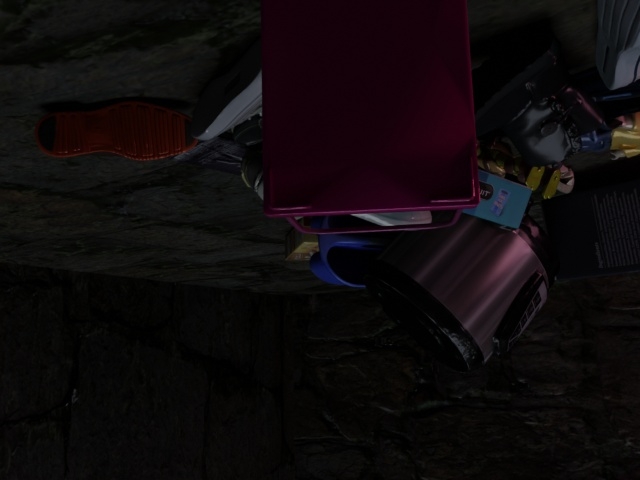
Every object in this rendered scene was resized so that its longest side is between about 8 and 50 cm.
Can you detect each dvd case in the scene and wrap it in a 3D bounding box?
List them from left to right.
[{"bbox_3d":[-0.177,-0.174,1.218,0.221,0.018,0.164,9,163,-41],"label":"dvd case"}]

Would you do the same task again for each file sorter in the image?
[{"bbox_3d":[0.051,-0.159,0.655,0.202,0.291,0.182,-3,171,6],"label":"file sorter"}]

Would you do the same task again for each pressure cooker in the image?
[{"bbox_3d":[0.360,0.058,1.437,0.375,0.420,0.370,50,167,-21],"label":"pressure cooker"}]

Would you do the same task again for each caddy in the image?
[{"bbox_3d":[0.129,0.009,1.613,0.341,0.242,0.179,4,174,-28],"label":"caddy"}]

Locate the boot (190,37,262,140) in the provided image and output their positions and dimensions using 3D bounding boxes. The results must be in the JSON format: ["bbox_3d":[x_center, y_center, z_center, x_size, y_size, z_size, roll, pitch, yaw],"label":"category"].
[{"bbox_3d":[-0.092,-0.203,0.887,0.123,0.095,0.258,15,160,-34],"label":"boot"}]

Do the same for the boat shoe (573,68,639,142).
[{"bbox_3d":[0.437,-0.213,0.916,0.109,0.089,0.258,5,167,-28],"label":"boat shoe"}]

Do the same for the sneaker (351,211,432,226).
[{"bbox_3d":[0.120,-0.104,1.210,0.290,0.123,0.106,14,-160,-23],"label":"sneaker"}]

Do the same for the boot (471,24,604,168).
[{"bbox_3d":[0.271,-0.162,0.860,0.246,0.094,0.207,-36,132,20],"label":"boot"}]

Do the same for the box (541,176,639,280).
[{"bbox_3d":[0.790,-0.040,1.402,0.293,0.212,0.395,-5,173,-43],"label":"box"}]

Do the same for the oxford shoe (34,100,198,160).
[{"bbox_3d":[-0.336,-0.187,1.011,0.271,0.097,0.098,2,-172,3],"label":"oxford shoe"}]

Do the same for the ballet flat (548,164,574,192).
[{"bbox_3d":[0.552,-0.146,1.354,0.168,0.057,0.052,9,155,-42],"label":"ballet flat"}]

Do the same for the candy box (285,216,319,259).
[{"bbox_3d":[0.000,0.000,1.917,0.182,0.088,0.316,1,169,-13],"label":"candy box"}]

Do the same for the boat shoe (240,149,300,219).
[{"bbox_3d":[-0.074,-0.118,1.242,0.109,0.091,0.305,-48,164,6],"label":"boat shoe"}]

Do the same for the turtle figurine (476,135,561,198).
[{"bbox_3d":[0.352,-0.149,1.151,0.217,0.087,0.269,31,178,45],"label":"turtle figurine"}]

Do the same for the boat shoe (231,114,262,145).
[{"bbox_3d":[-0.068,-0.193,0.997,0.233,0.079,0.084,-9,168,39],"label":"boat shoe"}]

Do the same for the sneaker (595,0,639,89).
[{"bbox_3d":[0.388,-0.267,0.700,0.091,0.094,0.258,-24,167,15],"label":"sneaker"}]

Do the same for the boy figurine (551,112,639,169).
[{"bbox_3d":[0.568,-0.186,1.071,0.285,0.092,0.177,-1,166,17],"label":"boy figurine"}]

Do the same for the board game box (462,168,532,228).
[{"bbox_3d":[0.161,-0.121,1.042,0.336,0.079,0.253,13,-171,-33],"label":"board game box"}]
